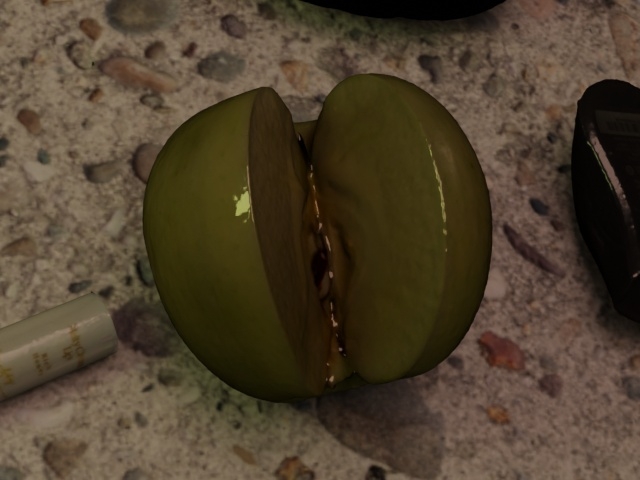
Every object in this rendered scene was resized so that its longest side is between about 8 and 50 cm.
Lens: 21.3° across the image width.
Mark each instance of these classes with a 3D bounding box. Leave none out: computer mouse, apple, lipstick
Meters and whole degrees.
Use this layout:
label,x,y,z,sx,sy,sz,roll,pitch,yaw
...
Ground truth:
label,x,y,z,sx,sy,sz,roll,pitch,yaw
computer mouse,0.302,-0.021,1.607,0.147,0.088,0.264,4,59,-32
apple,0.000,0.000,1.399,0.292,0.292,0.254,-7,84,-19
lipstick,-0.291,0.114,1.384,0.264,0.059,0.059,-23,70,-25

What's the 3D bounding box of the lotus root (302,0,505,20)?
label,x,y,z,sx,sy,sz,roll,pitch,yaw
lotus root,0.066,-0.298,1.659,0.349,0.175,0.175,-2,62,-12
